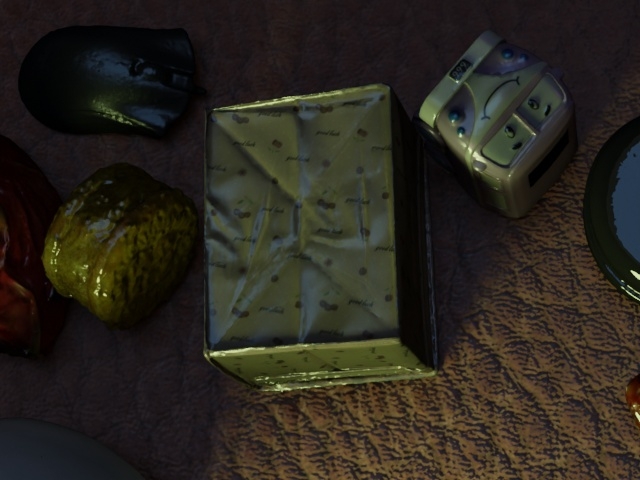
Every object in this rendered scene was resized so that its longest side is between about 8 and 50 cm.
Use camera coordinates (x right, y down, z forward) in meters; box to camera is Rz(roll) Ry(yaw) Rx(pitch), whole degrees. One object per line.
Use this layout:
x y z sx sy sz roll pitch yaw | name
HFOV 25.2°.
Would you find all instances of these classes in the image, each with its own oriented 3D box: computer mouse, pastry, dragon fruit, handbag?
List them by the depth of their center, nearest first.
0.440 -0.035 1.556 0.308 0.093 0.254 -4 71 13 | handbag
-0.229 0.005 1.662 0.103 0.189 0.189 32 82 23 | pastry
-0.453 0.021 1.674 0.240 0.330 0.302 -44 68 21 | dragon fruit
-0.271 -0.208 1.798 0.264 0.088 0.147 5 76 13 | computer mouse

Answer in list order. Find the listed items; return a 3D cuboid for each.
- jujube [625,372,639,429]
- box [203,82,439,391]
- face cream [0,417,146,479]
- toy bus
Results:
0.387 0.158 1.520 0.129 0.077 0.077 -27 68 -8 | jujube
0.000 0.000 1.604 0.225 0.190 0.297 -6 71 14 | box
-0.361 0.342 1.555 0.357 0.219 0.312 10 62 20 | face cream
0.201 -0.127 1.587 0.142 0.202 0.142 41 86 20 | toy bus
